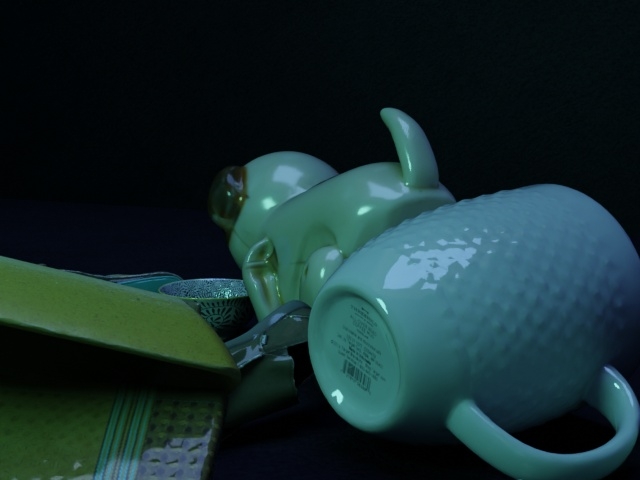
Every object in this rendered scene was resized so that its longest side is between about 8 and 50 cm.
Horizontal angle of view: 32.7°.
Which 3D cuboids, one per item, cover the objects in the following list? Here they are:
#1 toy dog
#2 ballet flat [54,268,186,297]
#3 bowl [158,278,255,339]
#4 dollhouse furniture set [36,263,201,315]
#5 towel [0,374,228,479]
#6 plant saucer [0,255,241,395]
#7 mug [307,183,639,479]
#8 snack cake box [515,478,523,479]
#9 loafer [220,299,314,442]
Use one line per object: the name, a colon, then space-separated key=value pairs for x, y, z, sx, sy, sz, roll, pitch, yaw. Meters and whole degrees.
toy dog: x=0.000 y=0.000 z=1.548 sx=0.285 sy=0.395 sz=0.408 roll=-17 pitch=24 yaw=-30
ballet flat: x=-0.377 y=0.106 z=1.806 sx=0.316 sy=0.107 sz=0.106 roll=3 pitch=-13 yaw=-18
bowl: x=-0.172 y=0.114 z=1.745 sx=0.170 sy=0.080 sz=0.170 roll=0 pitch=9 yaw=0
dollhouse furniture set: x=-0.333 y=0.116 z=1.535 sx=0.259 sy=0.135 sz=0.262 roll=7 pitch=11 yaw=36
towel: x=-0.275 y=0.211 z=0.868 sx=0.370 sy=0.040 sz=0.271 roll=3 pitch=40 yaw=5
plant saucer: x=-0.269 y=0.104 z=1.025 sx=0.333 sy=0.081 sz=0.333 roll=15 pitch=-28 yaw=-16
mug: x=0.191 y=0.123 z=1.220 sx=0.328 sy=0.276 sz=0.374 roll=-13 pitch=45 yaw=-36
snack cake box: x=0.163 y=0.260 z=0.762 sx=0.152 sy=0.089 sz=0.264 roll=-2 pitch=9 yaw=-28
loafer: x=-0.068 y=0.156 z=1.259 sx=0.087 sy=0.094 sz=0.251 roll=20 pitch=44 yaw=33
